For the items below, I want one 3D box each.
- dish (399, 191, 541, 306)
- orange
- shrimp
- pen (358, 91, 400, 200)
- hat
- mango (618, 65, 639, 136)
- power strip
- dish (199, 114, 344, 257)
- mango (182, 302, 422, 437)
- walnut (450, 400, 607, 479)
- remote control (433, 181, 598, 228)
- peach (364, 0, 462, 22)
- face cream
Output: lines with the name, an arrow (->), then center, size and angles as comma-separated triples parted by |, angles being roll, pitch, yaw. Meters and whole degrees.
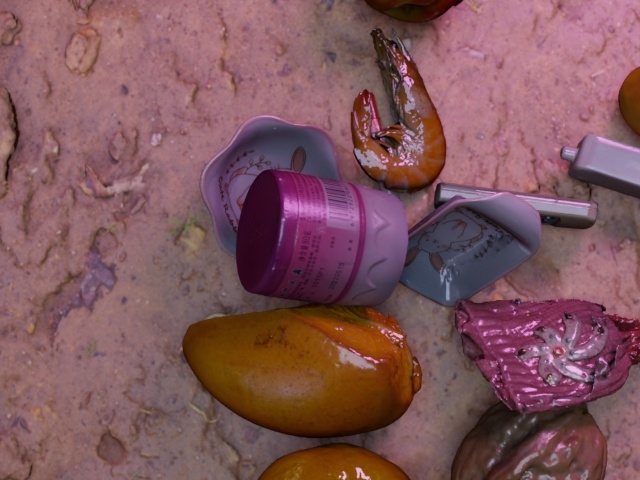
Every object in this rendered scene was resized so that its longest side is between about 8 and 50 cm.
dish -> 0.204, -0.005, 1.517 | 0.154, 0.234, 0.064 | 30, 46, -23
orange -> 0.019, 0.419, 1.473 | 0.279, 0.235, 0.279 | 10, 47, -11
shrimp -> 0.108, -0.190, 1.580 | 0.150, 0.068, 0.249 | -11, 88, -24
pen -> 0.095, -0.107, 1.608 | 0.028, 0.028, 0.239 | -14, 86, 3
hat -> 0.347, 0.143, 1.502 | 0.286, 0.237, 0.107 | -4, 129, -17
mango -> 0.542, -0.185, 1.551 | 0.227, 0.099, 0.136 | 16, 81, -4
power strip -> 0.533, -0.073, 1.545 | 0.385, 0.091, 0.062 | 19, 86, 5
dish -> -0.077, -0.077, 1.577 | 0.229, 0.081, 0.229 | -5, 103, -20
mango -> -0.035, 0.173, 1.526 | 0.350, 0.201, 0.199 | 3, 61, 12
walnut -> 0.289, 0.319, 1.491 | 0.245, 0.198, 0.198 | -42, 85, 0
remote control -> 0.282, -0.050, 1.556 | 0.233, 0.098, 0.038 | 8, 82, 4
peach -> 0.143, -0.416, 1.544 | 0.197, 0.197, 0.197 | 0, 87, 4
face cream -> 0.000, 0.000, 1.484 | 0.195, 0.175, 0.175 | 10, 87, -22
